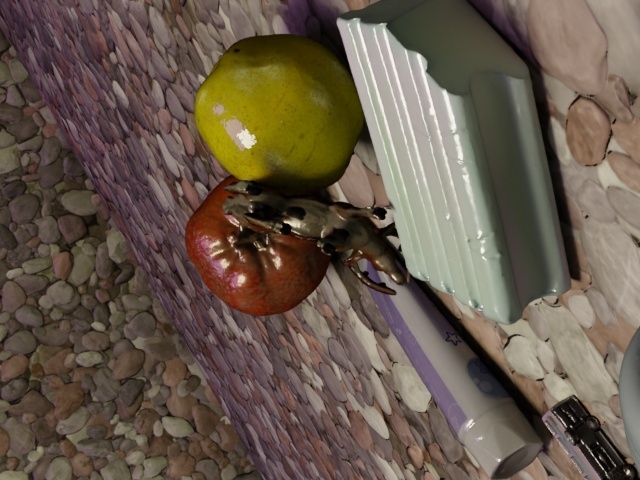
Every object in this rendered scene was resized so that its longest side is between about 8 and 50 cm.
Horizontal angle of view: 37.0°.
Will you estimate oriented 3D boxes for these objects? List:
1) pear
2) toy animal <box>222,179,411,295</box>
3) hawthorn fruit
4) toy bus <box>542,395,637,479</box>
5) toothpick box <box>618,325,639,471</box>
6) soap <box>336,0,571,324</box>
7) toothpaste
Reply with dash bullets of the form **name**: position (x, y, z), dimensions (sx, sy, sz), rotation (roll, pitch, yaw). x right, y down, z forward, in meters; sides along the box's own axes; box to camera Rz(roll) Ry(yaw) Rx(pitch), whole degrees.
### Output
- **pear**: position (-0.045, -0.148, 1.105), dimensions (0.198, 0.198, 0.198), rotation (50, 157, 30)
- **toy animal**: position (0.009, -0.017, 1.080), dimensions (0.243, 0.087, 0.260), rotation (25, 178, -1)
- **hawthorn fruit**: position (-0.087, 0.007, 1.401), dimensions (0.211, 0.210, 0.262), rotation (60, 174, 3)
- **toy bus**: position (0.285, 0.227, 1.002), dimensions (0.131, 0.037, 0.052), rotation (55, 161, 18)
- **toothpick box**: position (0.339, 0.202, 0.579), dimensions (0.263, 0.263, 0.355), rotation (30, 144, 56)
- **soap**: position (0.127, -0.081, 0.893), dimensions (0.173, 0.095, 0.290), rotation (30, 143, 57)
- **toothpaste**: position (0.135, 0.129, 1.195), dimensions (0.371, 0.080, 0.125), rotation (53, 160, 36)
